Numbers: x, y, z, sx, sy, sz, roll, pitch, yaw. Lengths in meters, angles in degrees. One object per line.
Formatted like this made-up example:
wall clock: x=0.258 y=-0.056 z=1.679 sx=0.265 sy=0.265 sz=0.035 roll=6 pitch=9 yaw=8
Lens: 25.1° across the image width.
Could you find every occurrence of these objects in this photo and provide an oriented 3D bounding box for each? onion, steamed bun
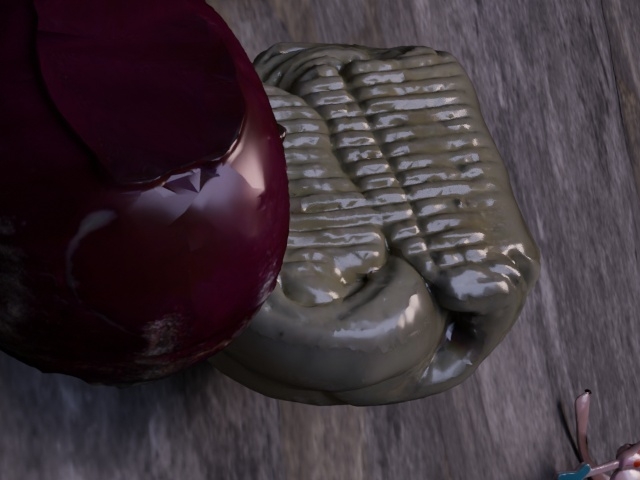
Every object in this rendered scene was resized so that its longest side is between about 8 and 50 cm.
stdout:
onion: x=-0.123 y=-0.032 z=0.597 sx=0.218 sy=0.140 sz=0.195 roll=-10 pitch=60 yaw=-23
steamed bun: x=-0.002 y=0.000 z=0.782 sx=0.211 sy=0.144 sz=0.218 roll=-8 pitch=57 yaw=-28

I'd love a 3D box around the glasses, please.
glasses: x=0.239 y=0.229 z=1.158 sx=0.162 sy=0.095 sz=0.255 roll=-54 pitch=130 yaw=-18
